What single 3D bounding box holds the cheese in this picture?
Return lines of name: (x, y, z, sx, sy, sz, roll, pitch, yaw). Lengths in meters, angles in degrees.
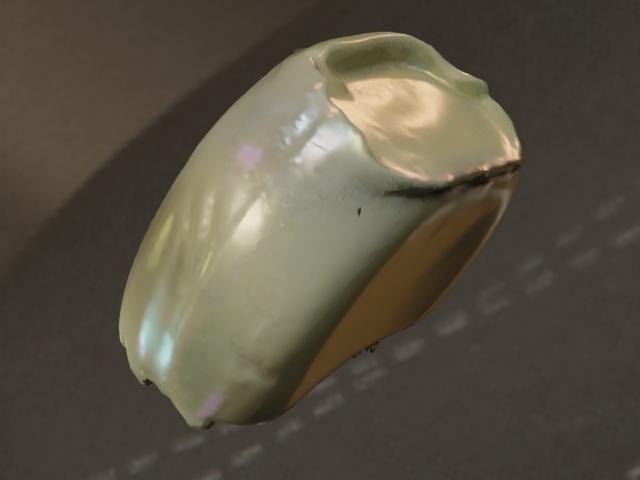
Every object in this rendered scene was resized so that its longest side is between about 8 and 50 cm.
cheese: (0.000, 0.000, 1.075, 0.266, 0.127, 0.233, -21, -32, -56)
